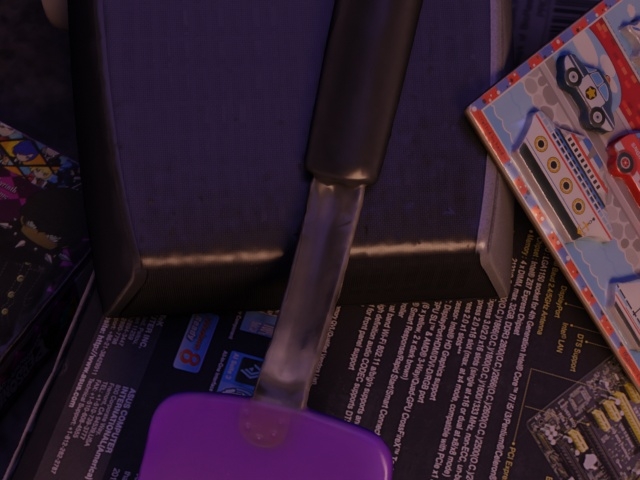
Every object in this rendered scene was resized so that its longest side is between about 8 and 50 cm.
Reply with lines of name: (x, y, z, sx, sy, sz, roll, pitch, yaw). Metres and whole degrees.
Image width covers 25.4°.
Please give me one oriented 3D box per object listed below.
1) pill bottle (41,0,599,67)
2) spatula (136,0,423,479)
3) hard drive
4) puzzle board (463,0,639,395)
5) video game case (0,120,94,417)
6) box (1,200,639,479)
pill bottle: (0.022, -0.151, 0.652, 0.283, 0.160, 0.160, 6, 59, 1)
spatula: (0.000, 0.000, 0.472, 0.084, 0.030, 0.297, 11, 78, 7)
hard drive: (-0.010, -0.103, 0.532, 0.172, 0.054, 0.255, -2, 81, -5)
puzzle board: (0.119, -0.021, 0.521, 0.096, 0.011, 0.128, -39, 102, -26)
video game case: (-0.230, 0.012, 0.612, 0.232, 0.042, 0.210, 27, 62, 13)
box: (0.028, 0.163, 0.504, 0.318, 0.097, 0.395, 13, 59, 8)
